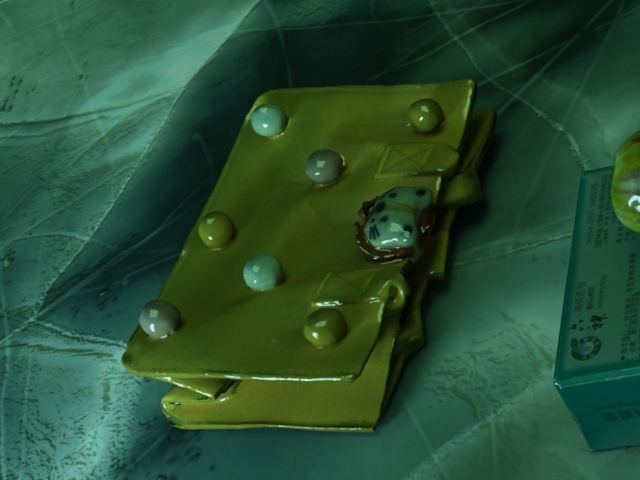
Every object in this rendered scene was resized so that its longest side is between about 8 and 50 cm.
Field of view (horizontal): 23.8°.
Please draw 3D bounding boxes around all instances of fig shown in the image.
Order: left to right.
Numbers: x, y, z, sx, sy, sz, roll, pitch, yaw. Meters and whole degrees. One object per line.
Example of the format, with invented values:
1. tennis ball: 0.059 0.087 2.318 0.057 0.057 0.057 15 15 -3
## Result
1. fig: 0.302 -0.061 1.167 0.166 0.093 0.093 -23 36 16

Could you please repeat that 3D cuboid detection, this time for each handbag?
1. handbag: 0.000 0.000 1.477 0.283 0.133 0.401 -1 46 31

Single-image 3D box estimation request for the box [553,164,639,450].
1. box: 0.281 0.040 1.219 0.153 0.092 0.245 -11 41 28
